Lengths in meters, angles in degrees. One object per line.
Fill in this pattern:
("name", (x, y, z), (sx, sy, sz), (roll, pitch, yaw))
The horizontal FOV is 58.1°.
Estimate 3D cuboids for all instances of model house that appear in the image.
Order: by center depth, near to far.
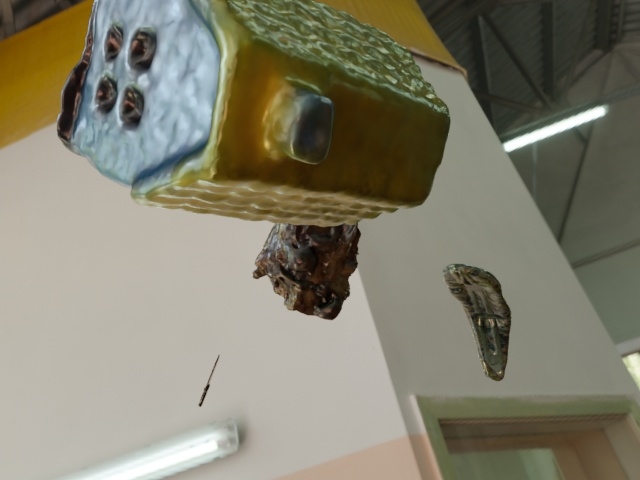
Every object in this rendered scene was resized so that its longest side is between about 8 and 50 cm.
("model house", (-0.054, -0.114, 0.496), (0.237, 0.303, 0.216), (4, -69, -43))

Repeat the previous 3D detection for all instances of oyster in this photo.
("oyster", (0.007, -0.010, 1.226), (0.221, 0.096, 0.361), (22, -82, -12))

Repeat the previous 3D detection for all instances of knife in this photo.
("knife", (-0.264, 0.334, 1.364), (0.010, 0.023, 0.170), (25, -65, 4))

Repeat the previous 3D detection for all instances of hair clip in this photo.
("hair clip", (0.195, 0.096, 0.689), (0.065, 0.036, 0.229), (1, -42, 29))
